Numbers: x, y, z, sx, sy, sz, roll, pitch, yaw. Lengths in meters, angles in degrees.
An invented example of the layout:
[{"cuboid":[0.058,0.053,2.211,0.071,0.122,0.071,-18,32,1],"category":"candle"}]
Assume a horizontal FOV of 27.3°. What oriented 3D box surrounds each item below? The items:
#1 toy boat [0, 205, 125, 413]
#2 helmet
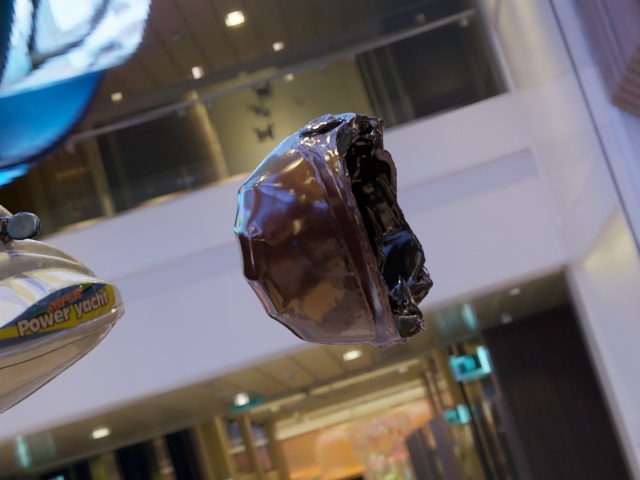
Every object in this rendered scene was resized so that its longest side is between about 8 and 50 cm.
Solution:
[{"cuboid":[-0.220,0.039,0.679,0.140,0.141,0.269,-27,4,42],"category":"toy boat"},{"cuboid":[0.000,0.000,0.548,0.070,0.098,0.123,-17,7,16],"category":"helmet"}]
